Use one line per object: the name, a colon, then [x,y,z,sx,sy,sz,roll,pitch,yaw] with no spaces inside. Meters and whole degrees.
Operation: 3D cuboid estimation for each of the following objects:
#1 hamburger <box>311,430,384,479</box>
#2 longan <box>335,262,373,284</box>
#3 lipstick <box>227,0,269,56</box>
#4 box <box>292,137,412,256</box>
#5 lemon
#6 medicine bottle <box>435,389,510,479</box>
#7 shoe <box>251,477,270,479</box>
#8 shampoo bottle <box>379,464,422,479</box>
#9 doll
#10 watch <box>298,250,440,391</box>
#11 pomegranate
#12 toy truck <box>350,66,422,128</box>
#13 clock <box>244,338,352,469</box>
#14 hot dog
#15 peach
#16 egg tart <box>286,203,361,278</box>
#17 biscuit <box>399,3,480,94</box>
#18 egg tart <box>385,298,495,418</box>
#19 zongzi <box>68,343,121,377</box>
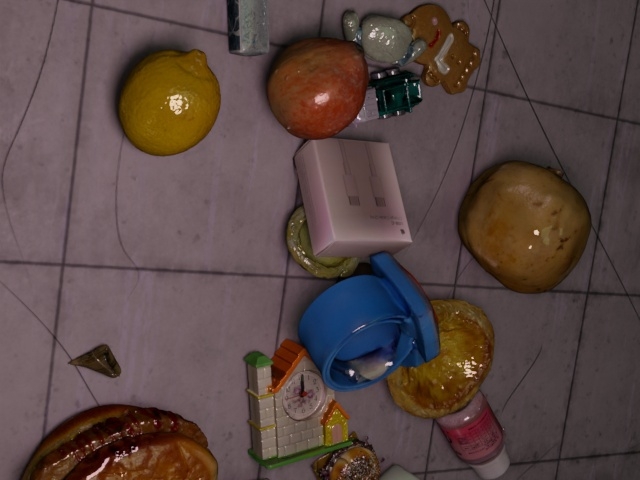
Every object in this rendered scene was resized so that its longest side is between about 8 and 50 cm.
hamburger: [0.069,0.562,2.029,0.189,0.093,0.164,-41,118,-17]
longan: [0.095,0.104,1.966,0.119,0.106,0.106,12,93,9]
lipstick: [-0.147,-0.520,1.710,0.076,0.077,0.290,-9,104,-30]
box: [0.069,-0.093,1.843,0.203,0.106,0.252,2,68,-32]
lemon: [-0.287,-0.261,1.615,0.187,0.187,0.244,26,117,-32]
medicine bottle: [0.398,0.499,2.189,0.147,0.147,0.247,-40,116,-19]
shoe: [-0.136,0.674,1.912,0.149,0.109,0.293,-15,102,-22]
shampoo bottle: [0.144,0.737,2.073,0.349,0.151,0.222,-49,126,-14]
doll: [0.141,-0.451,1.896,0.214,0.071,0.103,13,102,-22]
watch: [0.099,0.207,1.833,0.274,0.241,0.305,-25,140,-13]
pomegranate: [0.505,-0.038,2.060,0.332,0.332,0.332,-6,102,-30]
toy truck: [0.137,-0.319,1.896,0.216,0.116,0.110,-18,108,-27]
clock: [-0.053,0.356,1.909,0.220,0.106,0.255,-10,103,-30]
hot dog: [-0.408,0.450,1.666,0.405,0.185,0.223,-19,110,-28]
peach: [0.001,-0.326,1.736,0.232,0.232,0.232,-6,102,-30]
egg tart: [0.000,0.000,1.877,0.197,0.078,0.197,11,69,-32]
biscuit: [0.283,-0.460,2.008,0.249,0.035,0.184,39,78,-30]
egg tart: [0.281,0.279,2.077,0.319,0.128,0.319,-4,101,-24]
zongzi: [-0.449,0.256,1.695,0.083,0.040,0.076,-27,119,-12]
